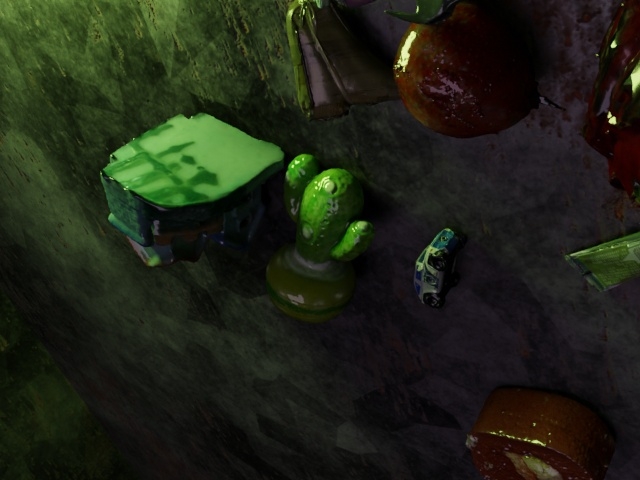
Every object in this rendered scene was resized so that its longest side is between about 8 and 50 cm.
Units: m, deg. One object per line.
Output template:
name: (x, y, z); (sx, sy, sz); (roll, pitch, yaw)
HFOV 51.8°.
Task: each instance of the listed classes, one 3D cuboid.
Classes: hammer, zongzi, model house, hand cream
hammer: (0.086, -0.395, 0.800); (0.111, 0.033, 0.287); (-26, 87, 43)
zongzi: (0.051, -0.292, 1.018); (0.198, 0.099, 0.194); (-6, 115, 14)
model house: (-0.261, -0.045, 1.336); (0.252, 0.295, 0.329); (32, 139, 17)
hand cream: (0.481, 0.018, 0.991); (0.086, 0.055, 0.235); (46, 149, -4)

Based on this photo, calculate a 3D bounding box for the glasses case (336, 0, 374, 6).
glasses case: (0.122, -0.395, 0.851); (0.316, 0.076, 0.123); (-5, 119, 42)

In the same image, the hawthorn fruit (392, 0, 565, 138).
hawthorn fruit: (0.210, -0.214, 0.876); (0.235, 0.181, 0.181); (33, 142, 19)

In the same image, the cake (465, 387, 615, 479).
cake: (0.432, 0.409, 1.325); (0.283, 0.151, 0.177); (-4, 128, 47)

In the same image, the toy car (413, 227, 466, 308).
toy car: (0.215, 0.055, 1.215); (0.070, 0.080, 0.170); (24, 140, 23)

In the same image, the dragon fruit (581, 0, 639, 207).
dragon fruit: (0.430, -0.147, 0.660); (0.329, 0.329, 0.329); (23, 139, 21)

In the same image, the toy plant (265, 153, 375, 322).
toy plant: (0.000, 0.000, 1.279); (0.224, 0.185, 0.315); (39, 135, 32)

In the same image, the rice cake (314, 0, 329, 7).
rice cake: (-0.016, -0.384, 0.973); (0.022, 0.022, 0.121); (86, 161, -53)
